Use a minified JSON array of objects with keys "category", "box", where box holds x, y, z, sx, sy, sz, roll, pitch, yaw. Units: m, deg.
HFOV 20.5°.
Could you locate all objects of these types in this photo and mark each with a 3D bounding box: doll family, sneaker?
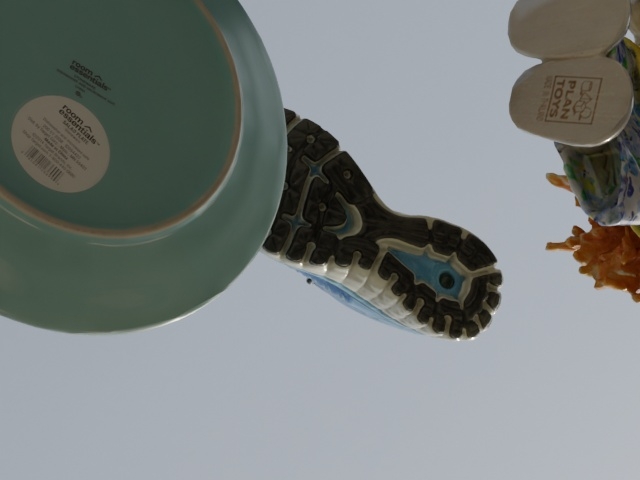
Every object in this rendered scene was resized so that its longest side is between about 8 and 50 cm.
[{"category":"doll family","box":[0.116,-0.073,0.536,0.163,0.118,0.263,31,-122,-54]},{"category":"sneaker","box":[0.000,0.000,0.797,0.162,0.073,0.063,35,-112,-13]}]

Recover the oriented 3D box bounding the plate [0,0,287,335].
[{"category":"plate","box":[-0.090,-0.057,0.658,0.188,0.024,0.188,13,-117,-28]}]
